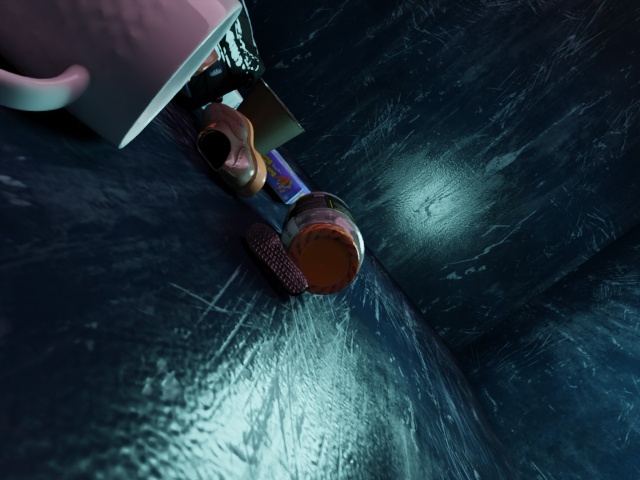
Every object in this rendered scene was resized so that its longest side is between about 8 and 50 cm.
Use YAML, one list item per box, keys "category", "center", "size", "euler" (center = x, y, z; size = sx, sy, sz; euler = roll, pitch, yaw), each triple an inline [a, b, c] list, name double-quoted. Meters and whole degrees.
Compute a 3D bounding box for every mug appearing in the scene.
- category: "mug"
  center: [-0.329, -0.301, 0.521]
  size: [0.328, 0.276, 0.374]
  euler: [41, 43, -23]

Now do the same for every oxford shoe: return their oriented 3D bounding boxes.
- category: "oxford shoe"
  center: [-0.253, -0.270, 1.089]
  size: [0.133, 0.130, 0.363]
  euler: [30, 22, -49]

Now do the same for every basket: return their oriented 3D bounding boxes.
- category: "basket"
  center: [-0.199, -0.340, 1.290]
  size: [0.204, 0.227, 0.154]
  euler: [48, 10, -10]

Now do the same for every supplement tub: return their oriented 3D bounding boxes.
- category: "supplement tub"
  center: [0.000, 0.000, 1.017]
  size: [0.193, 0.193, 0.316]
  euler: [49, 9, -13]

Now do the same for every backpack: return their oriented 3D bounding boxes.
- category: "backpack"
  center: [-0.331, -0.590, 1.144]
  size: [0.273, 0.290, 0.355]
  euler: [51, -13, 16]

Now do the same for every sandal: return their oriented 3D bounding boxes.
- category: "sandal"
  center: [-0.094, 0.042, 0.846]
  size: [0.179, 0.067, 0.040]
  euler: [53, -30, 16]

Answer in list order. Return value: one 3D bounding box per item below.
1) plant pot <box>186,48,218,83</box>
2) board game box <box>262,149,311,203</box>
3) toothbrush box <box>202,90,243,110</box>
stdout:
- category: "plant pot"
  center: [-0.358, -0.417, 0.813]
  size: [0.265, 0.272, 0.272]
  euler: [55, 6, -28]
- category: "board game box"
  center: [-0.150, -0.246, 1.550]
  size: [0.233, 0.078, 0.347]
  euler: [50, 5, -1]
- category: "toothbrush box"
  center: [-0.414, -0.566, 1.454]
  size: [0.295, 0.126, 0.216]
  euler: [39, 14, -50]
